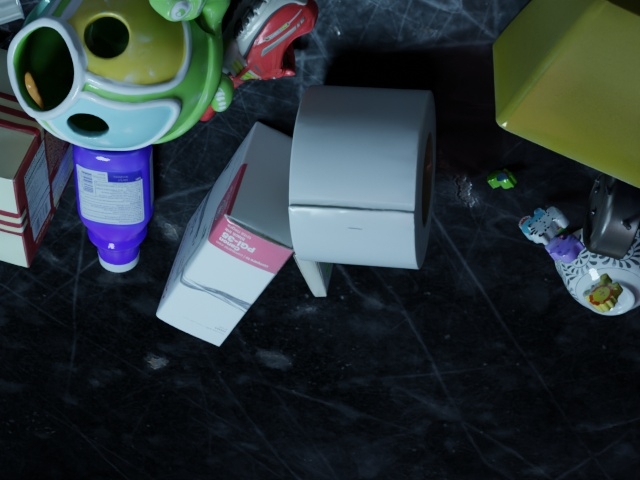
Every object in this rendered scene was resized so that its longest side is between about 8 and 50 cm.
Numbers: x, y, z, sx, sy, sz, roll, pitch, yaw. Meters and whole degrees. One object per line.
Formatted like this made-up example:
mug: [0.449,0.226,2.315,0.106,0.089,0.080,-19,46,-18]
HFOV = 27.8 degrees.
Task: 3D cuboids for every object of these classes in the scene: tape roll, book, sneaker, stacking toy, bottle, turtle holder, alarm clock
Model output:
tape roll: [0.063,-0.087,1.765,0.169,0.246,0.246,4,138,10]
book: [0.000,0.000,1.953,0.035,0.144,0.096,-3,137,17]
sneaker: [-0.094,-0.239,1.748,0.118,0.107,0.279,18,144,-24]
stacking toy: [0.323,-0.004,1.832,0.052,0.221,0.167,-42,120,3]
bottle: [-0.317,-0.064,2.003,0.118,0.092,0.283,6,139,0]
turtle holder: [-0.240,-0.230,1.624,0.320,0.227,0.243,7,106,38]
alarm clock: [0.406,-0.035,1.829,0.064,0.129,0.192,13,159,2]

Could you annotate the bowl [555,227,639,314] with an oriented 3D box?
bowl: [0.437,0.060,1.957,0.170,0.080,0.170,8,139,7]

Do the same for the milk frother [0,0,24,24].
milk frother: [-0.487,-0.345,1.737,0.134,0.129,0.143,-21,106,-13]

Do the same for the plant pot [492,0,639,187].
plant pot: [0.349,-0.224,1.578,0.212,0.212,0.187,22,126,-10]

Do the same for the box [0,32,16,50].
box: [-0.434,-0.255,1.875,0.083,0.018,0.067,39,133,-26]

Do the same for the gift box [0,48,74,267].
gift box: [-0.512,-0.115,1.861,0.258,0.255,0.276,16,141,3]

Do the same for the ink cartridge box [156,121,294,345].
ink cartridge box: [-0.124,-0.005,1.932,0.117,0.207,0.283,26,137,-13]
